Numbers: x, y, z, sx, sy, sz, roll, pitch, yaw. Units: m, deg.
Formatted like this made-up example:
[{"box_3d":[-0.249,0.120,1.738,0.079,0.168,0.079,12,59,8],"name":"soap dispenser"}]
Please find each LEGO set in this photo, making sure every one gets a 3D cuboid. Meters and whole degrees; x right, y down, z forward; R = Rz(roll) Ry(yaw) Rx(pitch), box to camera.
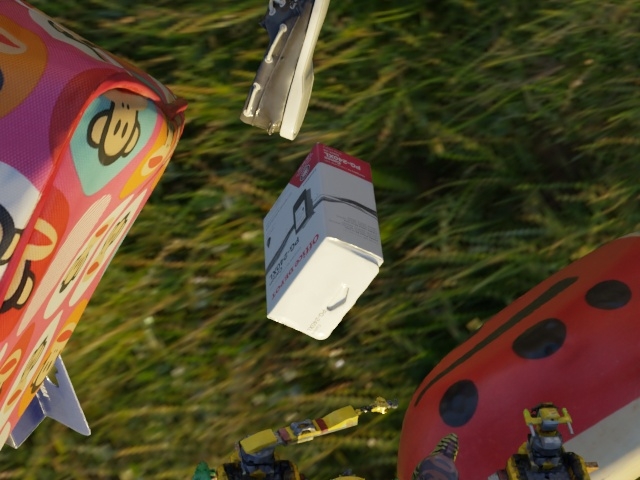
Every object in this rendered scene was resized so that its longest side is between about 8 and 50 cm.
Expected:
[{"box_3d":[0.078,0.191,1.238,0.331,0.255,0.192,5,129,-5],"name":"LEGO set"}]

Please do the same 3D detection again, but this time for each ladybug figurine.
[{"box_3d":[0.238,0.134,1.730,0.449,0.305,0.162,-35,98,-23],"name":"ladybug figurine"}]

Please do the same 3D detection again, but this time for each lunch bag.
[{"box_3d":[-0.163,0.026,0.767,0.120,0.293,0.258,28,91,0],"name":"lunch bag"}]

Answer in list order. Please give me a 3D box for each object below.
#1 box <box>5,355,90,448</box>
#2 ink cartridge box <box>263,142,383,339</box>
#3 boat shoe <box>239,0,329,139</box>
[{"box_3d":[-0.247,0.048,1.110,0.225,0.036,0.136,22,145,28],"name":"box"},{"box_3d":[0.000,0.000,1.677,0.063,0.150,0.109,24,122,-20],"name":"ink cartridge box"},{"box_3d":[-0.018,-0.121,1.049,0.038,0.046,0.125,16,115,5],"name":"boat shoe"}]
